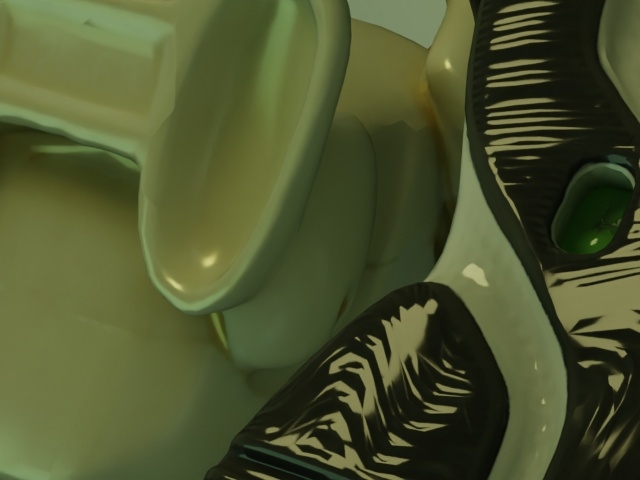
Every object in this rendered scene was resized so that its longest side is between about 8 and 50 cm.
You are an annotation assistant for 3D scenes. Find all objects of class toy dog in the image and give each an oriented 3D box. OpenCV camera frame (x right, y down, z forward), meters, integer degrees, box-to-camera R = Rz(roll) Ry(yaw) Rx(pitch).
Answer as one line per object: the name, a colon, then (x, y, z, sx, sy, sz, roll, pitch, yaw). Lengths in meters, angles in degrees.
toy dog: (0.000, 0.000, 1.054, 0.284, 0.408, 0.395, 6, 95, 35)

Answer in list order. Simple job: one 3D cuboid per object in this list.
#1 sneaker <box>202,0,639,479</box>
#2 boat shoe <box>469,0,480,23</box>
sneaker: (0.105, 0.094, 0.647, 0.169, 0.447, 0.257, 14, 157, 34)
boat shoe: (0.084, -0.145, 0.857, 0.335, 0.095, 0.112, 65, 176, -26)
